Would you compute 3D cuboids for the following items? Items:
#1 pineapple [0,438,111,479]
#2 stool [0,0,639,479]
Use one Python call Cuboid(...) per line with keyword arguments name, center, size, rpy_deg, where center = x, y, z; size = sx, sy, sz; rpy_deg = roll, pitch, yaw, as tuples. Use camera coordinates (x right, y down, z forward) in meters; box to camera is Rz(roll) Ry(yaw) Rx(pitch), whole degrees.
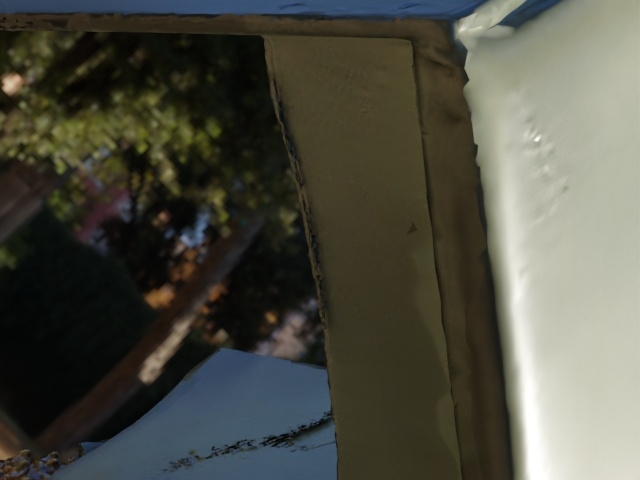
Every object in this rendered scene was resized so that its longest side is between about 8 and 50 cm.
Cuboid(name="pineapple", center=(-0.183, 0.236, 1.187), size=(0.310, 0.170, 0.141), rpy_deg=(-14, -61, 21))
Cuboid(name="stool", center=(0.000, 0.000, 0.625), size=(0.270, 0.170, 0.243), rpy_deg=(6, -65, 34))
